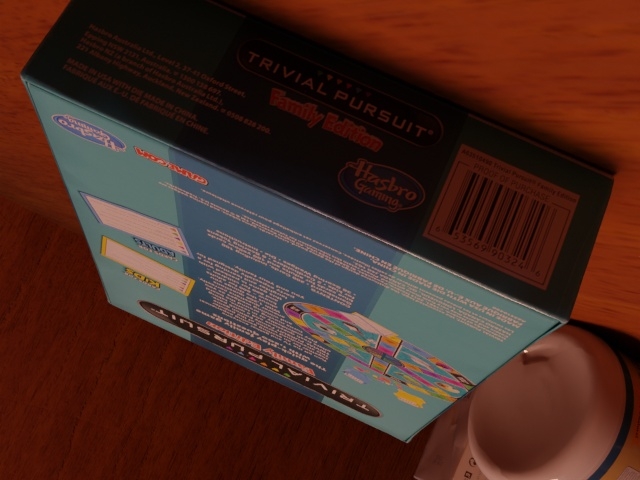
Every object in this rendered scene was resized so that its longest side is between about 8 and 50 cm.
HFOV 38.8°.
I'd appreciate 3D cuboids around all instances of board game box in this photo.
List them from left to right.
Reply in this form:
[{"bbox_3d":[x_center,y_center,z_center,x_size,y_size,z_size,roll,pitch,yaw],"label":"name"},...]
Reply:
[{"bbox_3d":[-0.016,0.009,0.546,0.253,0.079,0.336,25,159,3],"label":"board game box"}]

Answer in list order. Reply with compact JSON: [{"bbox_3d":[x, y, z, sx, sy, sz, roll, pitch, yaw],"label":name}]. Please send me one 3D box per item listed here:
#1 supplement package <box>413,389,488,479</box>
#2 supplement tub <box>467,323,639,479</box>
[{"bbox_3d":[0.307,0.306,1.224,0.293,0.175,0.177,26,169,-5],"label":"supplement package"},{"bbox_3d":[0.237,0.168,0.755,0.199,0.144,0.144,30,169,-29],"label":"supplement tub"}]
